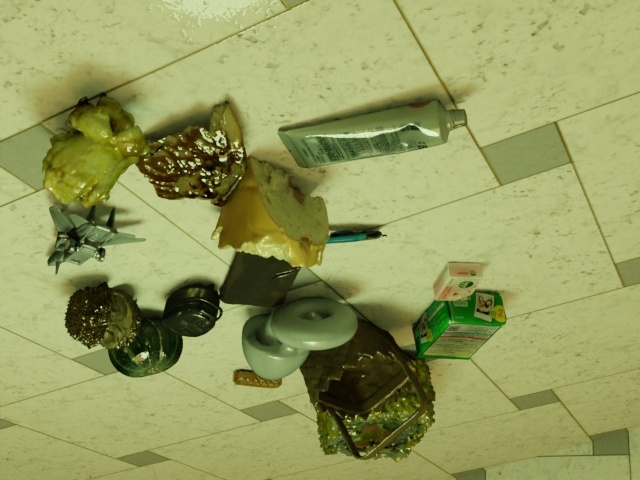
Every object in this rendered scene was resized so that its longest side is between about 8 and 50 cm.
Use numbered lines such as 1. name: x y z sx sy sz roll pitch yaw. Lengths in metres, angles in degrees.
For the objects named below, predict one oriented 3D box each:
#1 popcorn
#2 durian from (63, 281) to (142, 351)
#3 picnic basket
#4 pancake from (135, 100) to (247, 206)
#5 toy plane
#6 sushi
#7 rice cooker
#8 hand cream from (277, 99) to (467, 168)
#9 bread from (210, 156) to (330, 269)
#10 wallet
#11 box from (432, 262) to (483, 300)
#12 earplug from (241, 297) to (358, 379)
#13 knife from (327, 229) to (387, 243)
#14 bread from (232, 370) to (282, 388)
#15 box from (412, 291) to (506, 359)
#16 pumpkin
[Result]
1. popcorn: -0.380 -0.150 1.381 0.195 0.173 0.168 -48 172 16
2. durian: -0.525 0.188 1.897 0.196 0.167 0.196 13 152 7
3. picnic basket: 0.117 0.376 2.088 0.254 0.321 0.291 -43 142 17
4. pancake: -0.217 -0.143 1.493 0.257 0.056 0.212 -15 139 29
5. toy plane: -0.516 0.017 1.681 0.212 0.088 0.267 23 139 -36
6. sushi: 0.173 0.509 2.438 0.351 0.240 0.397 5 144 -13
7. rice cooker: -0.312 0.170 1.940 0.165 0.106 0.112 -30 130 30
8. hand cream: 0.099 -0.195 1.463 0.340 0.078 0.124 -7 150 19
9. bread: -0.098 -0.006 1.586 0.183 0.211 0.224 8 142 -33
10. wallet: -0.134 0.075 1.877 0.165 0.042 0.309 7 147 -15
11. box: 0.339 0.103 1.986 0.089 0.043 0.125 1 148 -11
12. earplug: -0.057 0.240 2.004 0.325 0.175 0.214 -23 -175 34
13. knife: 0.000 -0.002 1.748 0.296 0.044 0.026 -5 107 -15
14. bread: -0.191 0.421 2.427 0.157 0.044 0.052 10 143 -23
15. box: 0.367 0.229 2.141 0.180 0.103 0.250 6 145 -17
16. pumpkin: -0.446 0.272 2.050 0.190 0.146 0.190 -5 147 -3
